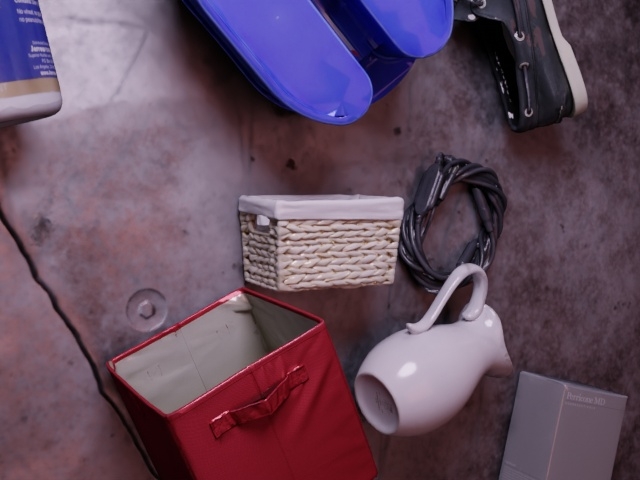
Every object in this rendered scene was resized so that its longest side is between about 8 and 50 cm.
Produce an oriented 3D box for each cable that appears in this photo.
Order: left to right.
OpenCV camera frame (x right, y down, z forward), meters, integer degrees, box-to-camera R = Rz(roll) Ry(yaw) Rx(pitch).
[{"bbox_3d":[0.176,-0.015,1.116,0.150,0.047,0.185,24,79,-33],"label":"cable"}]

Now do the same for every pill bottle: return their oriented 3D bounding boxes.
[{"bbox_3d":[-0.336,-0.229,0.755,0.153,0.153,0.265,-17,100,-27],"label":"pill bottle"}]

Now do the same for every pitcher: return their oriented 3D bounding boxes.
[{"bbox_3d":[0.141,0.136,1.055,0.207,0.125,0.178,-24,113,-33],"label":"pitcher"}]

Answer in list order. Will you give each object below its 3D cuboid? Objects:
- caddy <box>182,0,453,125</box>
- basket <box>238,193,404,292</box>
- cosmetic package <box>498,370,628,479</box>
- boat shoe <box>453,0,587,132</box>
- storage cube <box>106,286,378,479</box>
[{"bbox_3d":[-0.016,-0.285,0.918,0.241,0.179,0.341,-39,112,5],"label":"caddy"},{"bbox_3d":[0.000,0.000,0.977,0.167,0.113,0.103,-3,97,-28],"label":"basket"},{"bbox_3d":[0.331,0.312,1.185,0.127,0.107,0.238,12,91,-26],"label":"cosmetic package"},{"bbox_3d":[0.223,-0.291,1.080,0.113,0.127,0.340,-28,110,0],"label":"boat shoe"},{"bbox_3d":[-0.083,0.188,0.891,0.183,0.215,0.193,-29,112,-25],"label":"storage cube"}]
